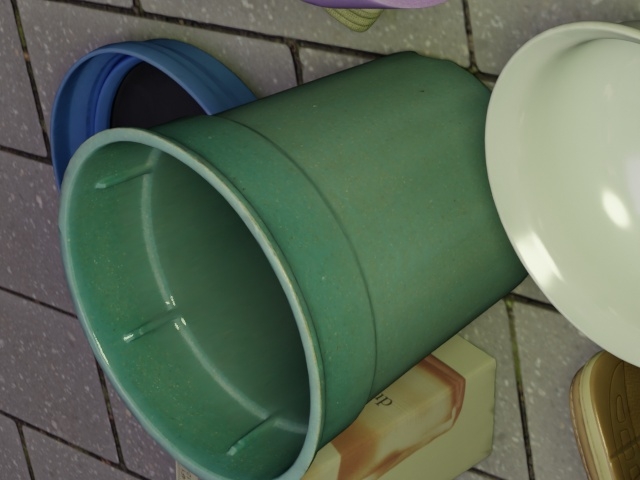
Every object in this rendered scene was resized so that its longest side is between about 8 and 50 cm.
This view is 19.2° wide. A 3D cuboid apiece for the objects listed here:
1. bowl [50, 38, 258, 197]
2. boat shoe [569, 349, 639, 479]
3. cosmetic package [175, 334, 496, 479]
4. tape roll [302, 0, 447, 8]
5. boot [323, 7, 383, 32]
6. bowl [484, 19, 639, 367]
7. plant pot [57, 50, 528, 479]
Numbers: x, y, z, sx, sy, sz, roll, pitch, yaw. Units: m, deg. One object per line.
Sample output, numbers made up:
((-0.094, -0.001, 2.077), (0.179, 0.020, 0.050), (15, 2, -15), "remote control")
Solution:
((-0.148, -0.037, 2.076), (0.391, 0.077, 0.391), (30, 134, 37), "bowl")
((0.286, 0.255, 1.689), (0.110, 0.122, 0.341), (-7, 108, 52), "boat shoe")
((0.017, 0.192, 1.833), (0.153, 0.296, 0.129), (29, 132, 36), "cosmetic package")
((0.042, -0.318, 1.476), (0.090, 0.275, 0.274), (9, 120, 49), "tape roll")
((0.016, -0.303, 1.693), (0.213, 0.077, 0.165), (57, 146, 2), "boot")
((0.279, -0.053, 1.477), (0.298, 0.134, 0.298), (32, 138, 34), "bowl")
((0.000, 0.000, 1.692), (0.341, 0.334, 0.341), (30, 135, 36), "plant pot")
